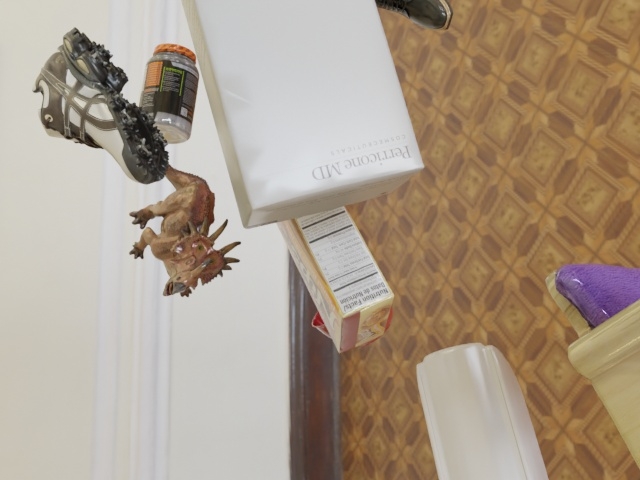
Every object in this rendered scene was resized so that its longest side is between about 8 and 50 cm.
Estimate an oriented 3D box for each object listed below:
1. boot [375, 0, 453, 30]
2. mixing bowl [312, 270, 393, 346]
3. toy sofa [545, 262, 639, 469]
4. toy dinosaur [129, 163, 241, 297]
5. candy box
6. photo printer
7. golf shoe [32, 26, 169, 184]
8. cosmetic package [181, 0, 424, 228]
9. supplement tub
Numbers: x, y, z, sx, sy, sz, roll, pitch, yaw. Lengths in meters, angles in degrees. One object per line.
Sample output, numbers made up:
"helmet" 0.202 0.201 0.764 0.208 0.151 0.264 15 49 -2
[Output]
"boot" 0.144 -0.457 1.268 0.198 0.137 0.077 42 135 32
"mixing bowl" 0.081 0.156 1.357 0.098 0.181 0.181 53 151 -9
"toy sofa" 0.360 0.061 0.508 0.150 0.362 0.177 -48 51 42
"toy dinosaur" -0.221 -0.026 1.108 0.200 0.127 0.296 -26 59 43
"candy box" 0.000 0.000 1.027 0.183 0.087 0.316 88 156 -65
"photo printer" 0.206 0.293 0.739 0.107 0.256 0.307 -17 61 15
"golf shoe" -0.221 -0.114 0.650 0.094 0.077 0.198 -38 63 7
"cosmetic package" -0.040 -0.226 0.808 0.156 0.217 0.385 135 118 -77
"supplement tub" -0.322 -0.312 1.398 0.117 0.117 0.190 -17 64 61
